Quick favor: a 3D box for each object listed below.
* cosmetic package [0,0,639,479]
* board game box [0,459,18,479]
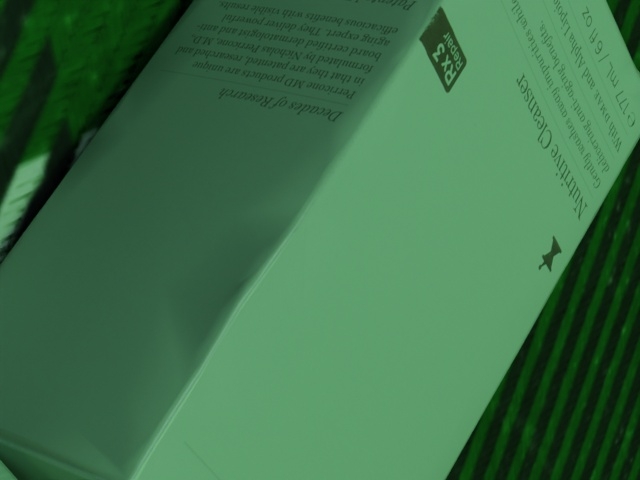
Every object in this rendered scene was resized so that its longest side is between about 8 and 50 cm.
[{"bbox_3d":[0.000,0.000,0.824,0.385,0.156,0.217,-60,140,-22],"label":"cosmetic package"},{"bbox_3d":[-0.209,0.178,0.660,0.224,0.098,0.303,-56,136,-29],"label":"board game box"}]
